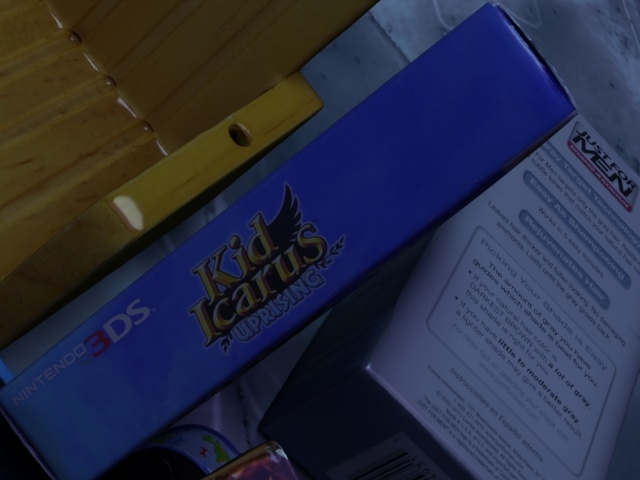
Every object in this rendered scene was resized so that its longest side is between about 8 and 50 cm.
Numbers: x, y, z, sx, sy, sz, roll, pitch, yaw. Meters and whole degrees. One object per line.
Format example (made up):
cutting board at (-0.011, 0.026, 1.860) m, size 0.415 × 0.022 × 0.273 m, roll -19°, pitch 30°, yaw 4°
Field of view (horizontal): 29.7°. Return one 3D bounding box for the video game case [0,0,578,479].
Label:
video game case at (0.000, 0.000, 0.604) m, size 0.061 × 0.269 × 0.244 m, roll 53°, pitch 10°, yaw 3°

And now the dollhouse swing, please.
dollhouse swing at (-0.135, -0.189, 0.650) m, size 0.347 × 0.305 × 0.315 m, roll 52°, pitch 42°, yaw -3°

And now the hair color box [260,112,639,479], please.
hair color box at (0.129, 0.051, 0.865) m, size 0.185 × 0.113 × 0.374 m, roll 45°, pitch 44°, yaw -10°

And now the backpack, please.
backpack at (-0.067, 0.156, 0.634) m, size 0.114 × 0.105 × 0.084 m, roll 54°, pitch 20°, yaw 2°

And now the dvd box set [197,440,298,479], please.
dvd box set at (-0.130, 0.293, 0.386) m, size 0.420 × 0.062 × 0.308 m, roll -24°, pitch 80°, yaw -21°

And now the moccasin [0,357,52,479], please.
moccasin at (-0.137, 0.184, 0.547) m, size 0.342 × 0.138 × 0.117 m, roll 44°, pitch 37°, yaw 10°
